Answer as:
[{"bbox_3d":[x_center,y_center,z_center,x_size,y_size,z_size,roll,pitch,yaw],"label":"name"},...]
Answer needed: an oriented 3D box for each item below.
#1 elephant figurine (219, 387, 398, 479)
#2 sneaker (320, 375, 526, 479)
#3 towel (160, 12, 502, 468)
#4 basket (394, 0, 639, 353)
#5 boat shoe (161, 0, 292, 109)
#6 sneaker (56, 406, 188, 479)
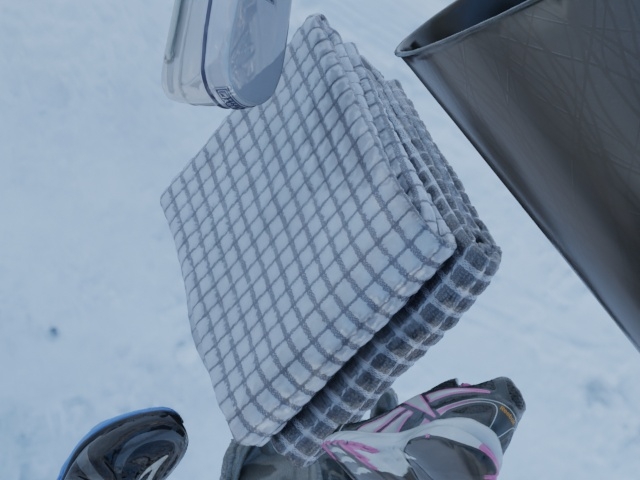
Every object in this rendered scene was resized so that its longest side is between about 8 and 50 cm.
[{"bbox_3d":[-0.034,0.248,1.410,0.239,0.186,0.169,-2,107,-7],"label":"elephant figurine"},{"bbox_3d":[0.074,0.129,1.007,0.077,0.178,0.072,-47,108,-29],"label":"sneaker"},{"bbox_3d":[0.000,0.000,1.201,0.121,0.284,0.235,24,119,-36],"label":"towel"},{"bbox_3d":[0.174,-0.031,0.647,0.204,0.154,0.227,-26,102,28],"label":"basket"},{"bbox_3d":[-0.064,-0.227,1.166,0.096,0.088,0.268,19,77,-56],"label":"boat shoe"},{"bbox_3d":[-0.148,0.182,0.971,0.188,0.078,0.067,-43,130,-26],"label":"sneaker"}]
